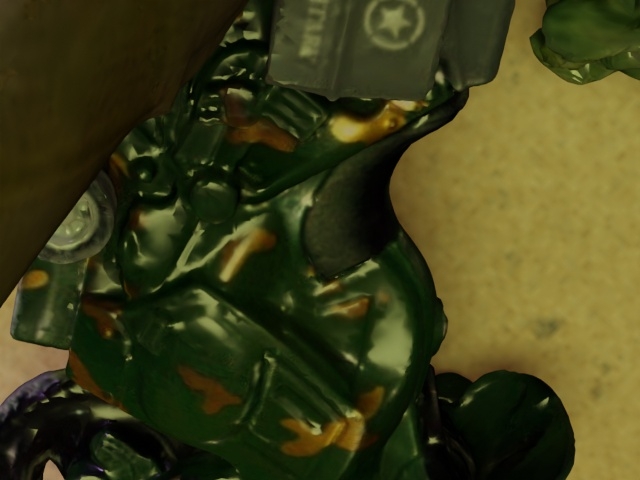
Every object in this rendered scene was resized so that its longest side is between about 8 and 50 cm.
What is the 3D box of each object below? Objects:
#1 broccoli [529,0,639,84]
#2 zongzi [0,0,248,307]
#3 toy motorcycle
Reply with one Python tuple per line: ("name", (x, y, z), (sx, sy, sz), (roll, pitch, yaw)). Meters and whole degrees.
("broccoli", (0.148, -0.020, 0.552), (0.198, 0.177, 0.275), (20, 120, -3))
("zongzi", (0.023, -0.145, 0.399), (0.356, 0.174, 0.393), (-11, 68, 4))
("toy motorcycle", (0.000, 0.000, 0.562), (0.187, 0.125, 0.275), (10, 118, -5))
